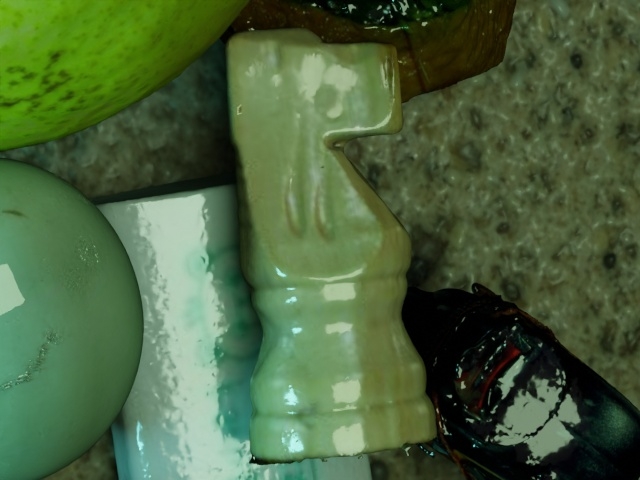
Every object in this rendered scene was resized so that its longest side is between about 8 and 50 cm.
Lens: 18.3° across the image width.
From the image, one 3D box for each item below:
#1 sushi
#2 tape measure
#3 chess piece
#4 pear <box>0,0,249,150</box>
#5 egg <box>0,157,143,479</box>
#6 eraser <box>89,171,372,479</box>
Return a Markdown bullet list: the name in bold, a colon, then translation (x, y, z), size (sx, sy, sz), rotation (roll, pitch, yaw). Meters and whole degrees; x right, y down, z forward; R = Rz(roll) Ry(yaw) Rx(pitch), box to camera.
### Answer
- **sushi**: translation (0.051, -0.172, 1.468), size (0.287, 0.149, 0.140), rotation (-17, 96, -15)
- **tape measure**: translation (0.143, 0.130, 1.493), size (0.223, 0.202, 0.135), rotation (39, 81, -24)
- **chess piece**: translation (0.000, 0.000, 1.378), size (0.137, 0.137, 0.301), rotation (-7, 91, -21)
- **pear**: translation (-0.221, -0.227, 1.254), size (0.391, 0.391, 0.391), rotation (-1, 94, -22)
- **egg**: translation (-0.218, 0.057, 1.312), size (0.202, 0.283, 0.203), rotation (3, 65, -7)
- **eraser**: translation (-0.065, 0.099, 1.466), size (0.189, 0.104, 0.290), rotation (-10, 96, -18)
